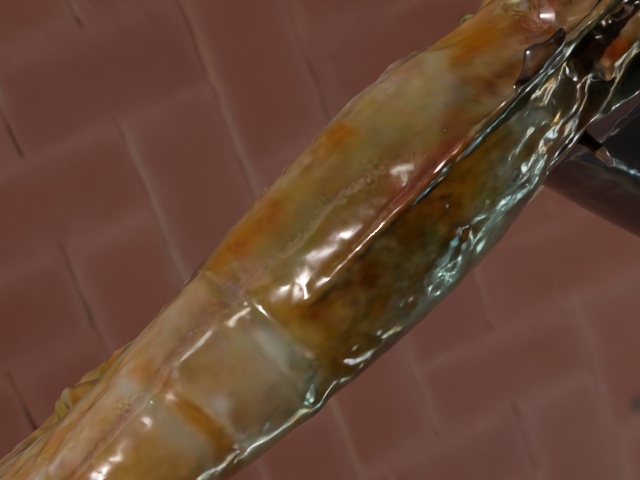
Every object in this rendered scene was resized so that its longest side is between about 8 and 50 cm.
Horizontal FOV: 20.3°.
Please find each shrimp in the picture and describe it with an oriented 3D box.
[{"bbox_3d":[0.000,0.000,0.507,0.296,0.169,0.058,-42,100,1],"label":"shrimp"}]

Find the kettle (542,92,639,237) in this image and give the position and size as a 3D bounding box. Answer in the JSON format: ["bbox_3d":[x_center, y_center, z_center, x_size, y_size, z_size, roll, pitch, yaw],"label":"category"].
[{"bbox_3d":[0.260,-0.053,0.876,0.290,0.268,0.207,31,95,-22],"label":"kettle"}]

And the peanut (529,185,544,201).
[{"bbox_3d":[0.058,-0.021,1.078,0.206,0.087,0.087,-38,121,23],"label":"peanut"}]
